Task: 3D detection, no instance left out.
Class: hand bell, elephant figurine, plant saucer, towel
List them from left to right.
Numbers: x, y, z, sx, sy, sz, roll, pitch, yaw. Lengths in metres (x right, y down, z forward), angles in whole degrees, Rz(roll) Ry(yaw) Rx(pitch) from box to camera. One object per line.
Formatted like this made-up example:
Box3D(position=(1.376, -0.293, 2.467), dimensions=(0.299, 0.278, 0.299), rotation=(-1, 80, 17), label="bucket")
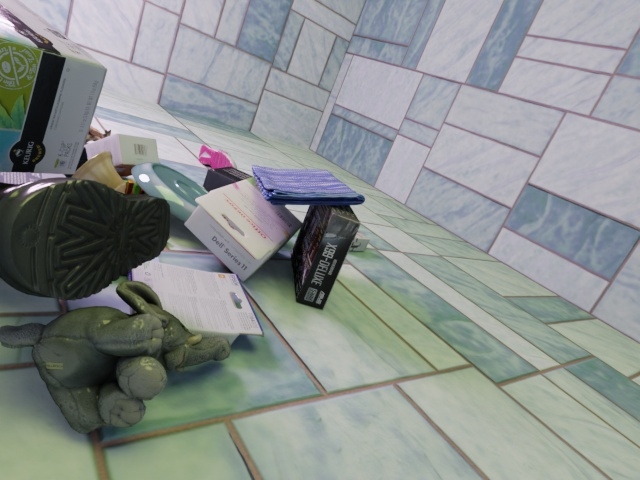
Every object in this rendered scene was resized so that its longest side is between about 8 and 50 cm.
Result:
Box3D(position=(-0.460, -0.085, 1.019), dimensions=(0.242, 0.126, 0.126), rotation=(44, 14, -12), label="hand bell")
Box3D(position=(-0.256, 0.145, 0.593), dimensions=(0.170, 0.185, 0.239), rotation=(-20, 6, 5), label="elephant figurine")
Box3D(position=(-0.379, -0.126, 1.203), dimensions=(0.318, 0.043, 0.317), rotation=(39, 7, -6), label="plant saucer")
Box3D(position=(-0.047, -0.155, 1.121), dimensions=(0.243, 0.040, 0.336), rotation=(0, 21, -16), label="towel")

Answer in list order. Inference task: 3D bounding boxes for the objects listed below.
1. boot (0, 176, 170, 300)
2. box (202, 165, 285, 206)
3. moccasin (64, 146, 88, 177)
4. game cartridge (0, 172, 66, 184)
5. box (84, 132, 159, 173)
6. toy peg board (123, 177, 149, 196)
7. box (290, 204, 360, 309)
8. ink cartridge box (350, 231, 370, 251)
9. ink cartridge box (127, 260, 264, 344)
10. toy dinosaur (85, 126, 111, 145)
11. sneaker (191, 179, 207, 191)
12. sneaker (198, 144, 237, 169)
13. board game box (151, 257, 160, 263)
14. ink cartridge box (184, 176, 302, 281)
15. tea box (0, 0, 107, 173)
Box3D(position=(-0.493, -0.036, 0.580), dimensions=(0.446, 0.146, 0.367), rotation=(10, 1, 1), label="boot")
Box3D(position=(-0.268, -0.171, 1.534), dimensions=(0.261, 0.103, 0.184), rotation=(25, 15, 7), label="box")
Box3D(position=(-0.796, -0.263, 1.130), dimensions=(0.342, 0.116, 0.137), rotation=(17, 18, -18), label="moccasin")
Box3D(position=(-0.675, -0.116, 0.958), dimensions=(0.196, 0.060, 0.294), rotation=(4, 25, -38), label="game cartridge")
Box3D(position=(-0.593, -0.251, 1.264), dimensions=(0.171, 0.090, 0.130), rotation=(-7, 1, 32), label="box")
Box3D(position=(-0.537, -0.140, 1.152), dimensions=(0.161, 0.079, 0.161), rotation=(8, 23, -39), label="toy peg board")
Box3D(position=(0.000, 0.000, 1.129), dimensions=(0.077, 0.242, 0.307), rotation=(18, 17, -13), label="box")
Box3D(position=(0.101, -0.007, 1.577), dimensions=(0.135, 0.056, 0.099), rotation=(5, 24, -46), label="ink cartridge box")
Box3D(position=(-0.242, 0.120, 0.802), dimensions=(0.224, 0.045, 0.223), rotation=(13, 20, -30), label="ink cartridge box")
Box3D(position=(-0.819, -0.351, 1.370), dimensions=(0.200, 0.127, 0.296), rotation=(24, 11, 28), label="toy dinosaur")
Box3D(position=(-0.412, -0.168, 1.421), dimensions=(0.166, 0.065, 0.076), rotation=(34, 17, 29), label="sneaker")
Box3D(position=(-0.430, -0.350, 1.863), dimensions=(0.111, 0.102, 0.252), rotation=(0, 29, -47), label="sneaker")
Box3D(position=(-0.453, 0.013, 0.871), dimensions=(0.212, 0.039, 0.160), rotation=(12, 20, -34), label="board game box")
Box3D(position=(-0.196, -0.033, 1.083), dimensions=(0.207, 0.119, 0.353), rotation=(45, 20, -1), label="ink cartridge box")
Box3D(position=(-0.595, -0.279, 0.650), dimensions=(0.329, 0.220, 0.324), rotation=(37, 22, 17), label="tea box")
